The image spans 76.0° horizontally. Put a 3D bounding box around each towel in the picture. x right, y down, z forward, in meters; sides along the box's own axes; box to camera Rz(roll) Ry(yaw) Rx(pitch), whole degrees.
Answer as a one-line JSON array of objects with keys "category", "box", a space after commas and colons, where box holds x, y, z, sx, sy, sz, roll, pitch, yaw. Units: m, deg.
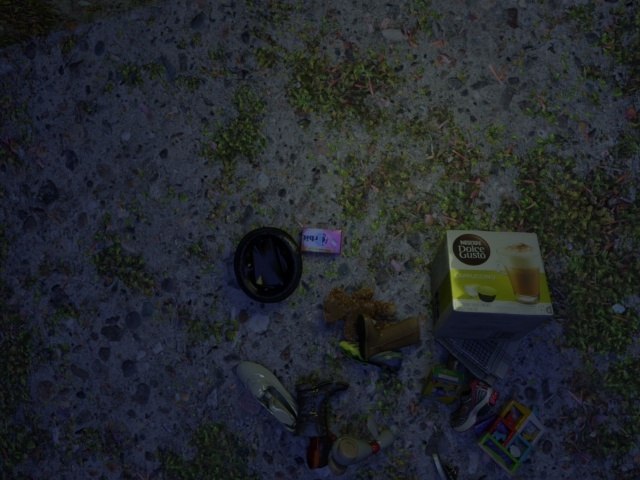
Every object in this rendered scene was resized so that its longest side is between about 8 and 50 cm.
[{"category": "towel", "box": [0.683, 0.403, 1.730, 0.312, 0.056, 0.324, 40, 68, 5]}]

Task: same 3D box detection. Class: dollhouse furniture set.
[{"category": "dollhouse furniture set", "box": [0.641, 0.502, 1.754, 0.151, 0.123, 0.144, 12, 90, 5]}]

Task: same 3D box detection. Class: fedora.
[{"category": "fedora", "box": [-0.222, 0.105, 1.825, 0.334, 0.152, 0.333, 0, 92, 5]}]

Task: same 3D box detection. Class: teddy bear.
[{"category": "teddy bear", "box": [0.177, 0.321, 1.821, 0.338, 0.113, 0.245, -2, 96, -2]}]

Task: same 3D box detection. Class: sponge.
[{"category": "sponge", "box": [0.770, 0.873, 1.782, 0.117, 0.031, 0.210, -31, 85, 3]}]

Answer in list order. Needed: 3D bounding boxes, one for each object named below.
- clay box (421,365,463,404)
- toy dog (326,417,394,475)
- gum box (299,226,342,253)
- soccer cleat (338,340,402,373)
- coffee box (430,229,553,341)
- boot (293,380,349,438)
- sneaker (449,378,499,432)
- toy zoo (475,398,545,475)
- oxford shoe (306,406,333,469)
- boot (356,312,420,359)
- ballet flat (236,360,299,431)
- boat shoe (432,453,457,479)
[{"category": "clay box", "box": [0.510, 0.624, 1.735, 0.128, 0.053, 0.222, 11, 132, 7]}, {"category": "toy dog", "box": [0.151, 0.854, 1.745, 0.220, 0.334, 0.161, -49, 52, 15]}, {"category": "gum box", "box": [0.000, 0.000, 1.853, 0.189, 0.062, 0.107, 4, 89, 5]}, {"category": "soccer cleat", "box": [0.223, 0.495, 1.825, 0.289, 0.093, 0.121, 17, 60, 10]}, {"category": "coffee box", "box": [0.636, 0.181, 1.603, 0.338, 0.338, 0.334, 2, 61, 5]}, {"category": "boot", "box": [0.007, 0.734, 1.780, 0.263, 0.091, 0.228, -5, 69, -3]}, {"category": "sneaker", "box": [0.628, 0.693, 1.722, 0.112, 0.121, 0.299, 37, 127, 22]}, {"category": "toy zoo", "box": [0.828, 0.822, 1.753, 0.192, 0.030, 0.293, 43, 80, 1]}, {"category": "oxford shoe", "box": [0.004, 0.873, 1.836, 0.098, 0.097, 0.271, 12, 81, -29]}, {"category": "boot", "box": [0.290, 0.375, 1.738, 0.270, 0.089, 0.236, -14, 121, -17]}, {"category": "ballet flat", "box": [-0.223, 0.694, 1.825, 0.400, 0.139, 0.139, 42, 92, 5]}, {"category": "boat shoe", "box": [0.556, 1.016, 1.779, 0.070, 0.078, 0.219, -27, 95, 5]}]
